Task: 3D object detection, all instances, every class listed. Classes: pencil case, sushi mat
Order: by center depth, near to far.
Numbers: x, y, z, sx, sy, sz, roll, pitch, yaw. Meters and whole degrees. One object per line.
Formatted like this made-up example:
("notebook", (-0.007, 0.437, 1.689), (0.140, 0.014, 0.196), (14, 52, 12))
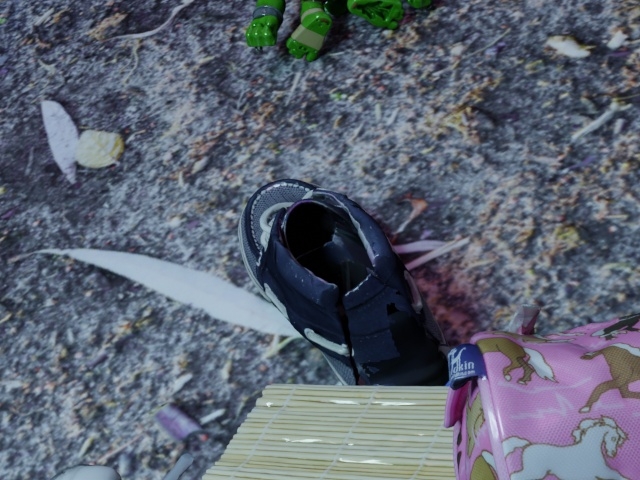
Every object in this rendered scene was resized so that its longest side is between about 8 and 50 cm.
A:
("pencil case", (0.268, 0.093, 1.019), (0.386, 0.167, 0.160), (-12, 1, -3))
("sushi mat", (0.076, 0.146, 1.182), (0.316, 0.019, 0.151), (-2, 30, 26))

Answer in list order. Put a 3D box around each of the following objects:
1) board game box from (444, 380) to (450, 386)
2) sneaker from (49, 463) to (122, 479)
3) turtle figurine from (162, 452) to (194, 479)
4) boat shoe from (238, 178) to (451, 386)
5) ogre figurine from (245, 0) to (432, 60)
("board game box", (0.215, 0.175, 1.158), (0.347, 0.078, 0.233), (6, 35, 35))
("sneaker", (-0.162, 0.290, 1.283), (0.129, 0.111, 0.297), (-4, 43, 3))
("turtle figurine", (-0.117, 0.279, 1.041), (0.275, 0.197, 0.266), (3, 30, -26))
("boat shoe", (0.000, 0.000, 1.467), (0.127, 0.158, 0.340), (-32, 37, -8))
("ogre figurine", (0.016, -0.268, 1.838), (0.197, 0.097, 0.118), (-27, 47, 17))
